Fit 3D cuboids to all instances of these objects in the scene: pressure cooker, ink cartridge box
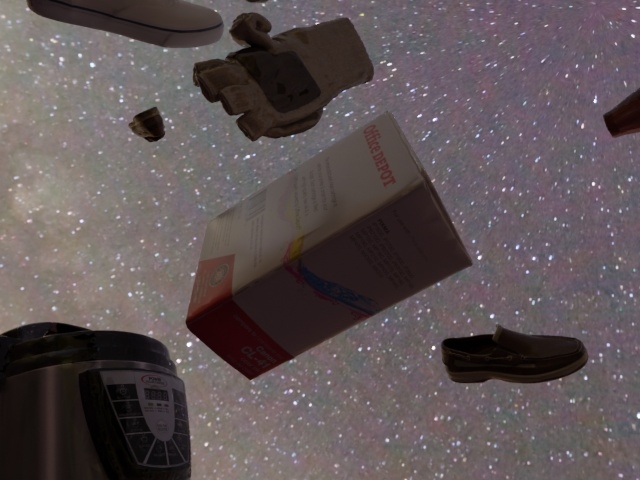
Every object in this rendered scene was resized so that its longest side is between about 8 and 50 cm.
[{"bbox_3d":[-0.427,0.345,0.840,0.370,0.375,0.421,116,-37,-49],"label":"pressure cooker"},{"bbox_3d":[0.000,0.000,0.605,0.306,0.226,0.131,-28,-60,15],"label":"ink cartridge box"}]

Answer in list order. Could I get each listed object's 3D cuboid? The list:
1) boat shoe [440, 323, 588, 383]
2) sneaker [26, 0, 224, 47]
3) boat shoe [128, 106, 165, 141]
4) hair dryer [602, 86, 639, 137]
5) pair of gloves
[{"bbox_3d":[0.346,0.205,0.894,0.257,0.095,0.095,-16,-73,27],"label":"boat shoe"},{"bbox_3d":[-0.247,-0.327,0.645,0.094,0.258,0.091,60,-41,32],"label":"sneaker"},{"bbox_3d":[-0.374,-0.242,1.049,0.060,0.064,0.178,64,-20,-15],"label":"boat shoe"},{"bbox_3d":[0.482,-0.244,0.605,0.080,0.223,0.293,36,-80,-25],"label":"hair dryer"},{"bbox_3d":[-0.067,-0.213,0.452,0.240,0.204,0.042,54,-37,-11],"label":"pair of gloves"}]
